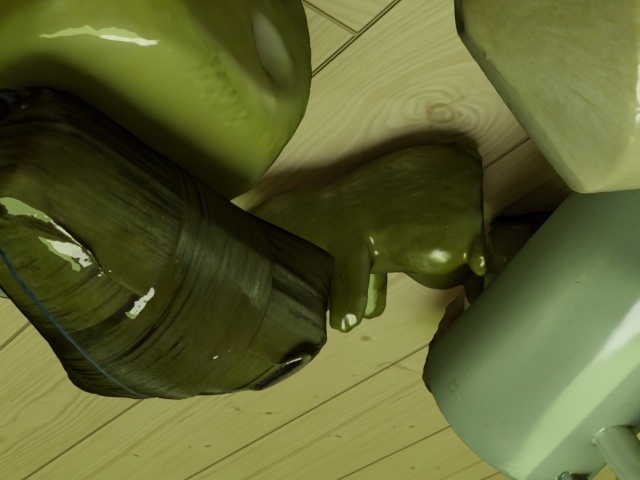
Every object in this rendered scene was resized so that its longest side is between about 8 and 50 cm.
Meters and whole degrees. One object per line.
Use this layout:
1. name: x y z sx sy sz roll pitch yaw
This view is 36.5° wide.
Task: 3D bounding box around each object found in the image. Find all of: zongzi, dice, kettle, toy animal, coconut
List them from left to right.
1. zongzi: -0.180 0.033 0.690 0.300 0.138 0.286 -18 142 38
2. dice: -0.154 -0.159 0.719 0.227 0.238 0.233 -20 144 23
3. toy animal: 0.011 0.016 1.038 0.363 0.180 0.181 -16 170 10
4. kettle: 0.266 0.082 0.888 0.205 0.265 0.318 31 120 -8
5. coconut: 0.244 -0.180 0.703 0.323 0.323 0.323 -3 146 -2

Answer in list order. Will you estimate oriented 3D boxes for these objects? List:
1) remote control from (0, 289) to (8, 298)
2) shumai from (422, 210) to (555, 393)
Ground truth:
1. remote control: -0.293 0.033 1.175 0.245 0.022 0.077 -7 143 4
2. shumai: 0.280 0.071 1.225 0.346 0.217 0.283 -17 114 0
